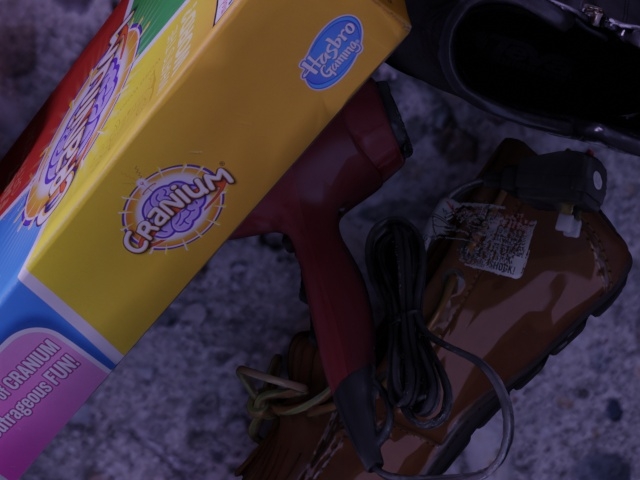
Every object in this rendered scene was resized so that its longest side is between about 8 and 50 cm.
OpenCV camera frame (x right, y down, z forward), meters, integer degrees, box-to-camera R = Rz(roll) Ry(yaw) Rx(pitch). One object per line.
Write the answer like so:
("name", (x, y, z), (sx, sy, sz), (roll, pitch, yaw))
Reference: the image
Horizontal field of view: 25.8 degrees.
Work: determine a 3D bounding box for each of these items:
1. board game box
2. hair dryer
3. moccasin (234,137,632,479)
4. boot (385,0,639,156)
("board game box", (-0.087, -0.055, 0.702), (0.064, 0.242, 0.316), (33, 115, -20))
("hair dryer", (0.000, 0.000, 0.807), (0.224, 0.293, 0.080), (-61, 149, -25))
("moccasin", (0.024, 0.098, 0.884), (0.147, 0.139, 0.380), (43, 96, -5))
("boot", (0.200, -0.088, 0.816), (0.338, 0.223, 0.118), (4, 106, -15))
